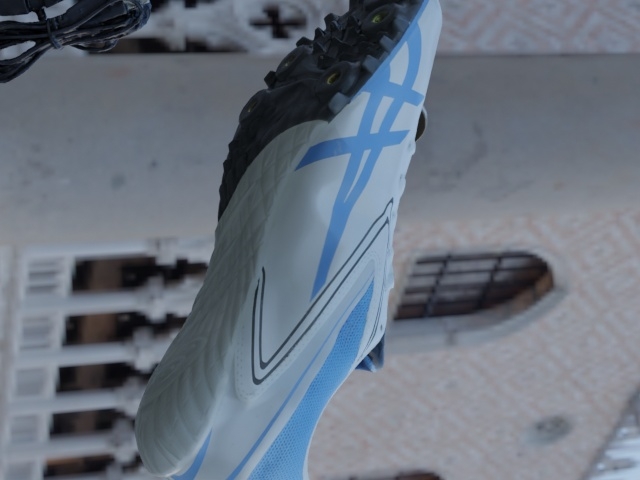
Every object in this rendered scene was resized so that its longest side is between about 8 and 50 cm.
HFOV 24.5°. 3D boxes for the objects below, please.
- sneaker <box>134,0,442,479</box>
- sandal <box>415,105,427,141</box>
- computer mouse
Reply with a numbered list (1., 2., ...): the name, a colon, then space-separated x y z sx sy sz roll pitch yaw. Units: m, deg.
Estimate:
1. sneaker: 0.000 0.000 0.611 0.085 0.086 0.237 0 -116 56
2. sandal: 0.014 -0.113 1.724 0.079 0.240 0.088 -58 128 -72
3. computer mouse: -0.288 -0.306 1.481 0.072 0.188 0.272 58 13 -66
